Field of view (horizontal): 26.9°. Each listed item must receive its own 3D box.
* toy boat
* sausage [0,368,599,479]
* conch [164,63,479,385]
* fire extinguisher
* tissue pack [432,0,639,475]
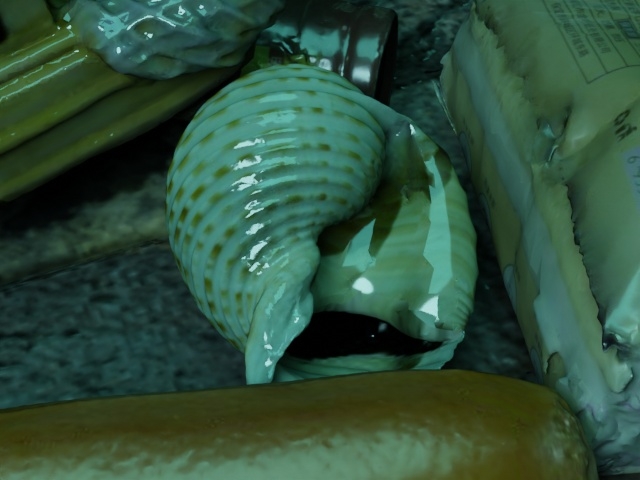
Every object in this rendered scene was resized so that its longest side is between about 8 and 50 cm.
[{"bbox_3d":[-0.216,-0.054,0.547,0.446,0.162,0.136,-29,56,-9],"label":"toy boat"},{"bbox_3d":[-0.035,0.104,0.485,0.274,0.105,0.105,-5,48,-6],"label":"sausage"},{"bbox_3d":[-0.002,-0.001,0.584,0.135,0.102,0.153,5,79,-13],"label":"conch"},{"bbox_3d":[-0.084,-0.113,0.705,0.252,0.075,0.106,11,45,10],"label":"fire extinguisher"},{"bbox_3d":[0.181,-0.027,0.600,0.215,0.123,0.256,-3,48,-7],"label":"tissue pack"}]
